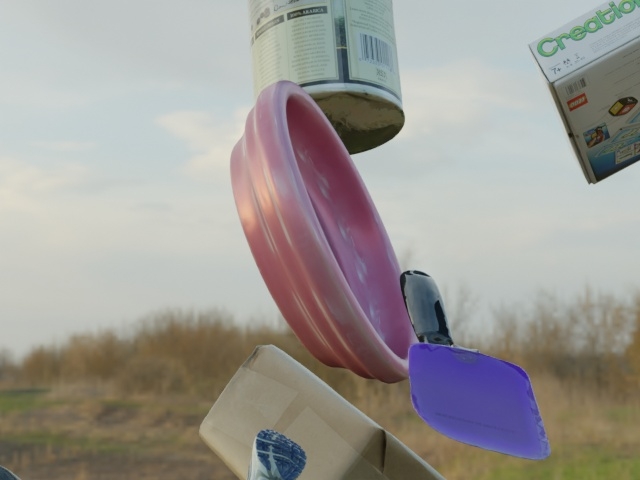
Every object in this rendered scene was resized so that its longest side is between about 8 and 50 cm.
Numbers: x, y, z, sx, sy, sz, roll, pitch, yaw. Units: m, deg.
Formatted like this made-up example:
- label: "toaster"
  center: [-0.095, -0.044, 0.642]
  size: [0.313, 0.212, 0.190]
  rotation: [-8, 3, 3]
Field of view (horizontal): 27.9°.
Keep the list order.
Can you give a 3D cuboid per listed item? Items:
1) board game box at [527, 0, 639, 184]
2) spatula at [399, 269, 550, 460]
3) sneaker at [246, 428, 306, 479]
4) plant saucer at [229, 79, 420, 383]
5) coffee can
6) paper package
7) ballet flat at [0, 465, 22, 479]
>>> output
- label: "board game box"
  center: [0.345, -0.177, 1.126]
  size: [0.305, 0.053, 0.193]
  rotation: [-28, -31, 8]
- label: "spatula"
  center: [0.083, 0.068, 0.865]
  size: [0.084, 0.030, 0.296]
  rotation: [14, 12, -9]
- label: "sneaker"
  center: [-0.051, 0.216, 1.121]
  size: [0.052, 0.058, 0.135]
  rotation: [31, 26, -8]
- label: "plant saucer"
  center: [0.000, 0.000, 1.331]
  size: [0.084, 0.332, 0.332]
  rotation: [-25, -12, 13]
- label: "coffee can"
  center: [0.002, -0.275, 1.728]
  size: [0.201, 0.275, 0.201]
  rotation: [-3, -21, -1]
- label: "paper package"
  center: [0.042, 0.321, 1.692]
  size: [0.309, 0.168, 0.325]
  rotation: [42, -7, -30]
- label: "ballet flat"
  center: [-0.162, 0.266, 0.785]
  size: [0.096, 0.280, 0.095]
  rotation: [3, 21, 42]
